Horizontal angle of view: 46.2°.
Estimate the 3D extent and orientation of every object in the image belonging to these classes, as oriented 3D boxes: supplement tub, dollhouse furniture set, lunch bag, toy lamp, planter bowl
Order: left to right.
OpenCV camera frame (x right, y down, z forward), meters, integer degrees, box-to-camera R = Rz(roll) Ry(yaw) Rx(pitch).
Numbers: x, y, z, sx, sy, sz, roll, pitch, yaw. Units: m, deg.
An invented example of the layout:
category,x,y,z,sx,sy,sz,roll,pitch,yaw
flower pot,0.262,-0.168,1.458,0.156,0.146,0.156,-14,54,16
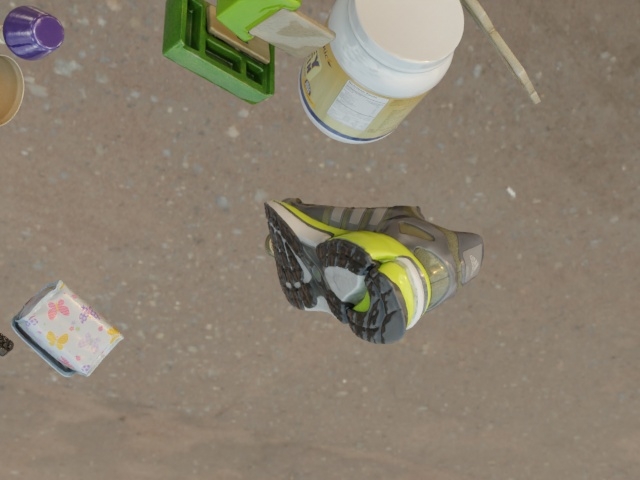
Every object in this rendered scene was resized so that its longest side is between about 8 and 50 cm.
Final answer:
category,x,y,z,sx,sy,sz,roll,pitch,yaw
planter bowl,-0.760,-0.344,1.672,0.109,0.162,0.162,17,149,17
toy lamp,-0.469,-0.307,1.123,0.275,0.080,0.080,11,159,44
lunch bag,-0.208,0.073,0.609,0.071,0.053,0.083,47,156,-17
dollhouse furniture set,-0.074,-0.361,0.940,0.197,0.301,0.151,-21,151,41
supplement tub,0.102,-0.332,1.356,0.228,0.228,0.316,11,161,-14

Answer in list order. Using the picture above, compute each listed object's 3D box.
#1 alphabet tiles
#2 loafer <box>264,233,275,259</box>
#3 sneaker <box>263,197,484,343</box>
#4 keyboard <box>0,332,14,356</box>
category,x,y,z,sx,sy,sz,roll,pitch,yaw
alphabet tiles,0.156,-0.316,0.904,0.011,0.342,0.285,-36,167,17
loafer,0.000,0.000,0.983,0.148,0.056,0.050,-4,170,-2
sneaker,0.037,0.013,0.721,0.121,0.300,0.111,-17,111,-23
keyboard,-0.607,0.129,1.294,0.192,0.100,0.038,41,92,-20
